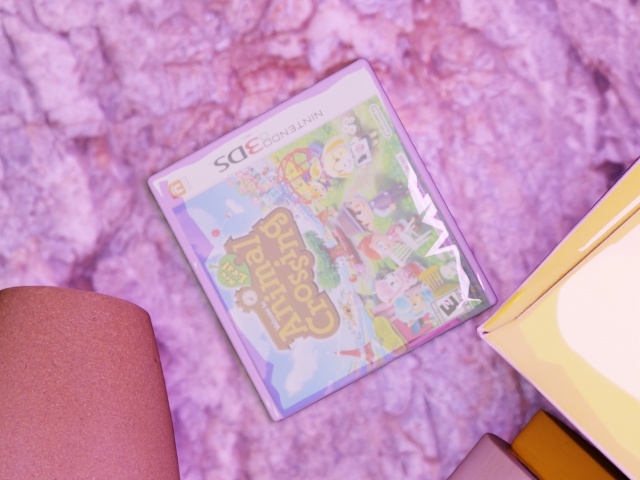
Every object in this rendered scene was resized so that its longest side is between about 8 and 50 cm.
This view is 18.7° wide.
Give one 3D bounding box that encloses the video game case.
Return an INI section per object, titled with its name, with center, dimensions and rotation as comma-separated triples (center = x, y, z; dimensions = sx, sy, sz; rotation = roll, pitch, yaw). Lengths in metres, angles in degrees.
[video game case]
center = 0.000, 0.000, 1.466
dimensions = 0.193, 0.023, 0.212
rotation = -29, 85, 7

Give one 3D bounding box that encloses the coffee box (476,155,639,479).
[coffee box]
center = 0.342, 0.049, 1.260
dimensions = 0.337, 0.334, 0.338
rotation = 44, 95, 7

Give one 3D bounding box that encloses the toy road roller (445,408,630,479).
[toy road roller]
center = 0.216, 0.301, 1.368
dimensions = 0.202, 0.240, 0.329
rotation = -51, 46, 5

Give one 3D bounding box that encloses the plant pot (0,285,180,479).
[plant pot]
center = -0.199, 0.170, 1.409
dimensions = 0.237, 0.237, 0.254
rotation = 3, 73, 8
